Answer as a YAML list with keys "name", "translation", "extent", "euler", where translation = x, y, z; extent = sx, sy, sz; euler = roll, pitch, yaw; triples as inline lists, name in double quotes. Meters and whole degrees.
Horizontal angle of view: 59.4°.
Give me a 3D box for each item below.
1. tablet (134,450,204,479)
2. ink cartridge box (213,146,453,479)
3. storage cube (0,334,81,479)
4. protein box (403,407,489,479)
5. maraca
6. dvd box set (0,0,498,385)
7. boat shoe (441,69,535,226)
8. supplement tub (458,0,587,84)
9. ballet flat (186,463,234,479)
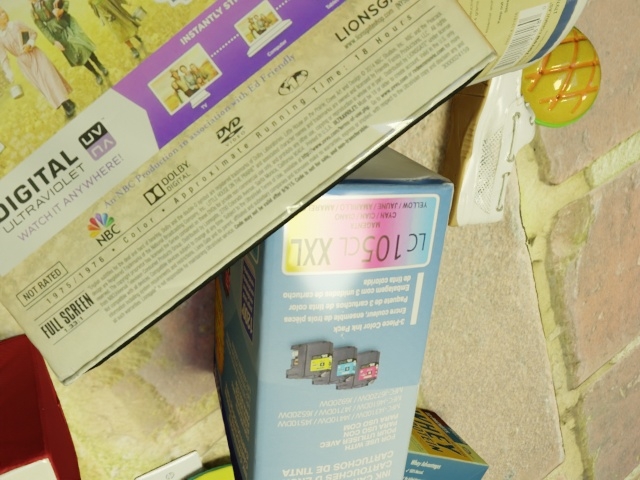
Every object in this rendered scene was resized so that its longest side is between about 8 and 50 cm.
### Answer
- name: "tablet"
  translation: [-0.194, 0.310, 0.730]
  extent: [0.083, 0.006, 0.054]
  euler: [-19, 120, -23]
- name: "ink cartridge box"
  translation: [-0.020, 0.094, 0.564]
  extent: [0.151, 0.270, 0.395]
  euler: [-3, 112, -17]
- name: "storage cube"
  translation: [-0.320, 0.234, 0.505]
  extent: [0.184, 0.193, 0.214]
  euler: [-16, 118, -24]
- name: "protein box"
  translation: [0.107, 0.370, 0.855]
  extent: [0.200, 0.136, 0.201]
  euler: [24, 98, -36]
- name: "maraca"
  translation: [0.284, -0.231, 0.720]
  extent: [0.127, 0.099, 0.185]
  euler: [-44, 101, -3]
- name: "dvd box set"
  translation: [-0.151, -0.172, 0.328]
  extent: [0.308, 0.062, 0.420]
  euler: [-38, 91, 5]
- name: "boat shoe"
  translation: [0.220, -0.146, 0.704]
  extent: [0.096, 0.098, 0.276]
  euler: [1, 122, -7]
- name: "supplement tub"
  translation: [0.052, -0.229, 0.496]
  extent: [0.316, 0.228, 0.228]
  euler: [-23, 121, -21]
- name: "ballet flat"
  translation: [-0.084, 0.340, 0.760]
  extent: [0.231, 0.077, 0.077]
  euler: [-4, 119, -31]
